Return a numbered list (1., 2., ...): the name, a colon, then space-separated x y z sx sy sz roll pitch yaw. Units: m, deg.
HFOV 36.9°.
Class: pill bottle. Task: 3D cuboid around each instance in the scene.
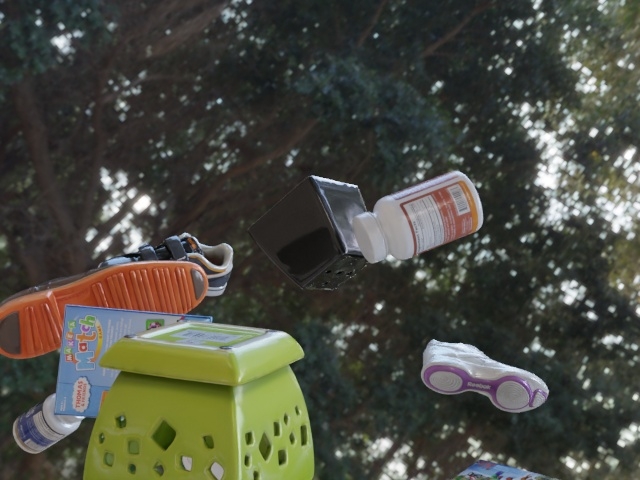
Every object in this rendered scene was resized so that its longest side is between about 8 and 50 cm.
1. pill bottle: -0.414 0.276 1.481 0.120 0.067 0.067 -33 -75 27
2. pill bottle: 0.174 -0.038 1.736 0.121 0.216 0.121 159 -90 -77

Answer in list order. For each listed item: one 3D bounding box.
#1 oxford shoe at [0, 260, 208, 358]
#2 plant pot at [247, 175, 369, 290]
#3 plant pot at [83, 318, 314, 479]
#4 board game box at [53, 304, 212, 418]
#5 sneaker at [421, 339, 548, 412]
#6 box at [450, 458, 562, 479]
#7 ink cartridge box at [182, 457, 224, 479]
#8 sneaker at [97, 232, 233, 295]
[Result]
1. oxford shoe: -0.376 0.091 1.627 0.133 0.364 0.129 -133 -146 -65
2. plant pot: 0.000 0.000 1.947 0.188 0.187 0.167 -39 -114 25
3. plant pot: -0.147 0.218 1.217 0.228 0.227 0.207 4 -84 23
4. board game box: -0.270 0.181 1.391 0.212 0.160 0.039 5 -5 -3
5. sneaker: 0.382 0.298 2.213 0.305 0.152 0.114 17 -60 -6
6. box: 0.280 0.423 1.521 0.233 0.159 0.044 -4 -71 60
7. ink cartridge box: -0.227 0.444 1.998 0.158 0.092 0.218 64 -1 13
8. sneaker: -0.346 0.049 2.166 0.126 0.321 0.127 52 -51 41
